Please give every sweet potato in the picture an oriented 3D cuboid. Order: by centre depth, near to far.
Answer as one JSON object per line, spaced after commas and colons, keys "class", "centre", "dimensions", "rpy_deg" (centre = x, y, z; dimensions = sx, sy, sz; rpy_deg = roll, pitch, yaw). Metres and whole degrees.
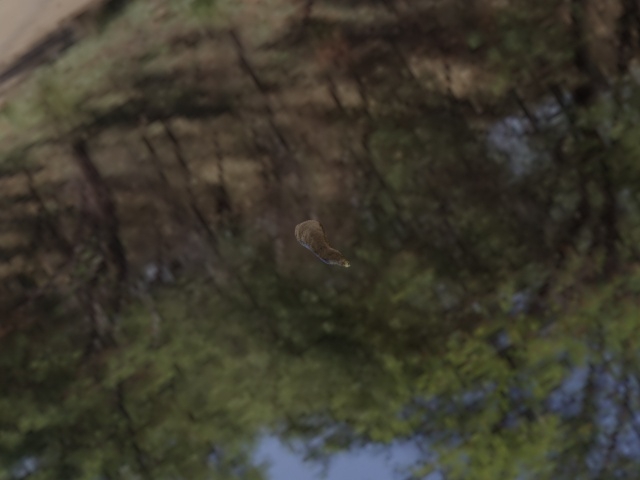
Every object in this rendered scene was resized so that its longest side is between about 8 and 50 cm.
{"class": "sweet potato", "centre": [-0.005, -0.002, 2.043], "dimensions": [0.038, 0.041, 0.153], "rpy_deg": [-66, -153, 9]}
